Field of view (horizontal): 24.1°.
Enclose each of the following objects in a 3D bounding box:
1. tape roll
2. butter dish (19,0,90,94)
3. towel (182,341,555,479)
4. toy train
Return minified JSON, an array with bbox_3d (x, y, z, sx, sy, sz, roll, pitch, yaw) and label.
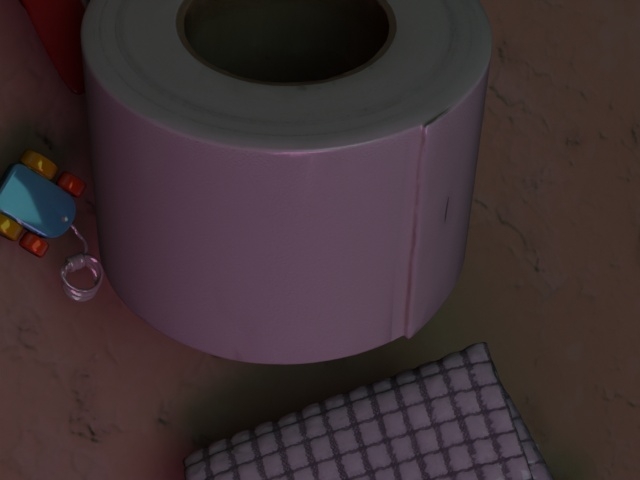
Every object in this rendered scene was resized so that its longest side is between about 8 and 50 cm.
[{"bbox_3d":[-0.022,-0.066,0.935,0.246,0.246,0.169,-24,137,-27],"label":"tape roll"},{"bbox_3d":[-0.157,-0.206,0.967,0.160,0.118,0.160,-49,153,-20],"label":"butter dish"},{"bbox_3d":[0.058,0.239,1.000,0.235,0.121,0.283,-19,73,-3],"label":"towel"},{"bbox_3d":[-0.228,0.003,0.964,0.166,0.046,0.125,-9,97,-26],"label":"toy train"}]
